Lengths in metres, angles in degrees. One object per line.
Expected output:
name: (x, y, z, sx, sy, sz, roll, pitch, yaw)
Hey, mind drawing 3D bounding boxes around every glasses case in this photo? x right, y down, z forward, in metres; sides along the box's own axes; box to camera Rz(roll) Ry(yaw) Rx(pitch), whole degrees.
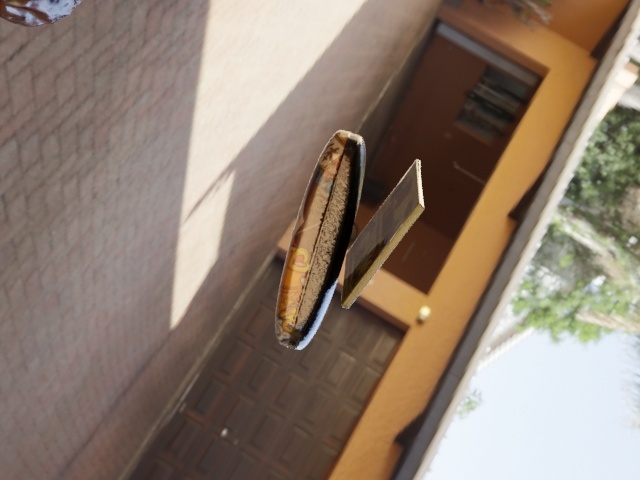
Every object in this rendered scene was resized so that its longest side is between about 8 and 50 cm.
glasses case: (0.000, 0.000, 1.149, 0.122, 0.082, 0.320, -27, 134, -83)

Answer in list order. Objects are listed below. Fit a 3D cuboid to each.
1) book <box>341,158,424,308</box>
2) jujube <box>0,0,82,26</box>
book: (0.088, -0.011, 1.140, 0.192, 0.013, 0.168, -55, -169, 25)
jujube: (-0.497, -0.577, 1.417, 0.258, 0.259, 0.376, 108, -16, -77)
